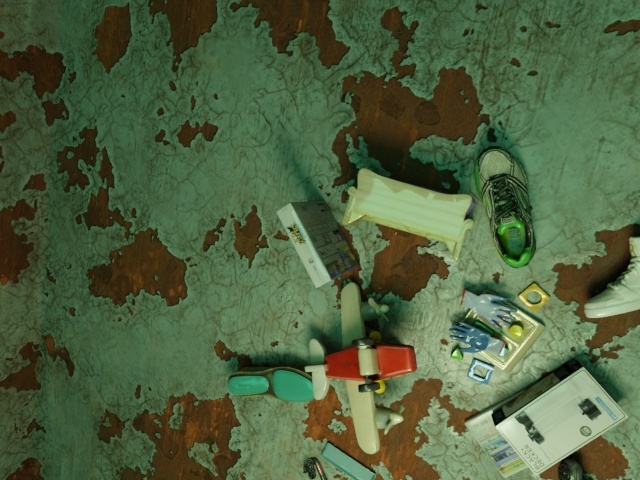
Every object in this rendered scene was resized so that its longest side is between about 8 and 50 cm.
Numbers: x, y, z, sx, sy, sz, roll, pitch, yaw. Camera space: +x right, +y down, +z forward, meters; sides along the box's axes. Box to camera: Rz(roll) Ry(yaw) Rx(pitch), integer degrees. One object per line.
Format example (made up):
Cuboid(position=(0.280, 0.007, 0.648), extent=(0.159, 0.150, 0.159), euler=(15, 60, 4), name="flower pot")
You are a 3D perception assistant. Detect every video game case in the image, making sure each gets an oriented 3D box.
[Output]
Cuboid(position=(0.577, 0.576, 1.242), extent=(0.212, 0.023, 0.193), euler=(-39, 82, 19), name="video game case")
Cuboid(position=(0.000, 0.000, 1.265), extent=(0.061, 0.269, 0.244), euler=(-31, 84, 22), name="video game case")

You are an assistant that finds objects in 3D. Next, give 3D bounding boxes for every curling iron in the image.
Cuboid(position=(0.023, 0.901, 1.486), extent=(0.068, 0.035, 0.274), euler=(-36, 82, 25), name="curling iron")

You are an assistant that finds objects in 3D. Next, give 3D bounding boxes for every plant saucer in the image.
Cuboid(position=(0.097, 0.781, 1.453), extent=(0.192, 0.018, 0.067), euler=(28, 105, 15), name="plant saucer")

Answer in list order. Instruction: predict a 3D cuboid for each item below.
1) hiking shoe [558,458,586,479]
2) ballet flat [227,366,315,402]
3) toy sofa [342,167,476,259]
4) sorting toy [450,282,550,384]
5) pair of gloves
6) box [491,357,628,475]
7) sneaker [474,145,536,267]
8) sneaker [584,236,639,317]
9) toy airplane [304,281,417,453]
Cuboid(position=(0.747, 0.715, 1.172), extent=(0.114, 0.086, 0.227), euler=(-10, 98, 8), name="hiking shoe")
Cuboid(position=(-0.155, 0.493, 1.466), extent=(0.348, 0.123, 0.123), euler=(-5, 94, 18), name="ballet flat")
Cuboid(position=(0.260, -0.082, 1.221), extent=(0.362, 0.150, 0.177), euler=(17, 97, 18), name="toy sofa")
Cuboid(position=(0.518, 0.266, 1.216), extent=(0.196, 0.047, 0.348), euler=(34, 106, 14), name="sorting toy")
Cuboid(position=(0.465, 0.242, 1.205), extent=(0.159, 0.023, 0.198), euler=(20, 103, 27), name="pair of gloves")
Cuboid(position=(0.647, 0.485, 1.150), extent=(0.290, 0.087, 0.169), euler=(-41, 81, 13), name="box")
Cuboid(position=(0.511, -0.091, 1.126), extent=(0.134, 0.146, 0.344), euler=(-17, 89, 22), name="sneaker")
Cuboid(position=(0.797, 0.078, 1.064), extent=(0.292, 0.108, 0.169), euler=(-25, 85, 12), name="sneaker")
Cuboid(position=(0.134, 0.381, 1.290), extent=(0.384, 0.272, 0.386), euler=(46, 125, 51), name="toy airplane")
